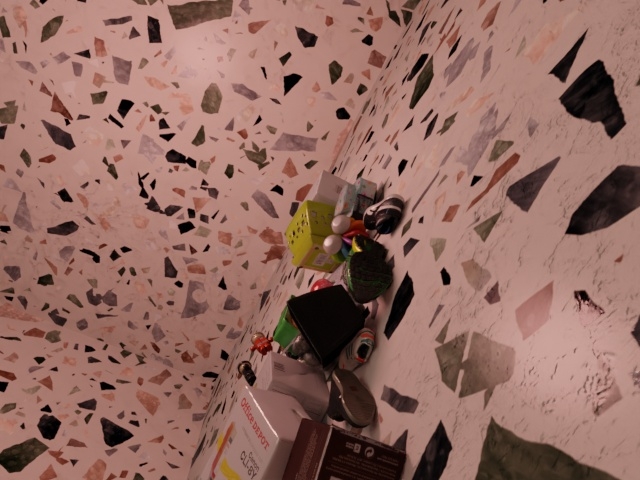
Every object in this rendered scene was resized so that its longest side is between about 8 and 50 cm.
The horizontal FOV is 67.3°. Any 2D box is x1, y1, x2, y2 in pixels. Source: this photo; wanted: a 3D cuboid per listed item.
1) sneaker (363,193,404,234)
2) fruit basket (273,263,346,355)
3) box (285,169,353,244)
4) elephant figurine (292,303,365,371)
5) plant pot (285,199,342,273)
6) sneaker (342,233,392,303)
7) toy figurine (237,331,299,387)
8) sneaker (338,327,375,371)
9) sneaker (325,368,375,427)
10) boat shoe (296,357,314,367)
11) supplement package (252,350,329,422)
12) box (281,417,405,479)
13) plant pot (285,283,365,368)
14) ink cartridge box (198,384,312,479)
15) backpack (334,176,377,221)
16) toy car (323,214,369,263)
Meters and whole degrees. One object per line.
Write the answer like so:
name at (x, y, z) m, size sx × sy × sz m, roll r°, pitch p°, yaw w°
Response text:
sneaker at (0.193, -0.060, 1.605) m, size 0.217 × 0.079 × 0.121 m, roll -46°, pitch 21°, yaw 56°
fruit basket at (-0.010, 0.249, 1.774) m, size 0.353 × 0.165 × 0.327 m, roll -43°, pitch 9°, yaw 13°
box at (0.019, -0.110, 2.163) m, size 0.345 × 0.215 × 0.168 m, roll -54°, pitch 16°, yaw 43°
elephant figurine at (0.023, 0.288, 1.549) m, size 0.239 × 0.186 × 0.169 m, roll -57°, pitch -25°, yaw -11°
plant pot at (0.000, 0.000, 1.977) m, size 0.228 × 0.227 × 0.207 m, roll 127°, pitch 148°, yaw -44°
sneaker at (0.133, 0.109, 1.471) m, size 0.343 × 0.134 × 0.146 m, roll -71°, pitch 2°, yaw -69°
toy figurine at (-0.209, 0.491, 1.948) m, size 0.148 × 0.210 × 0.212 m, roll 26°, pitch 95°, yaw 62°
sneaker at (0.096, 0.316, 1.318) m, size 0.161 × 0.057 × 0.075 m, roll -57°, pitch 8°, yaw 23°
sneaker at (0.073, 0.424, 1.197) m, size 0.222 × 0.083 × 0.118 m, roll -125°, pitch 45°, yaw -73°
boat shoe at (-0.099, 0.501, 1.695) m, size 0.091 × 0.109 × 0.304 m, roll -92°, pitch 25°, yaw -56°
supplement package at (-0.122, 0.530, 1.504) m, size 0.262 × 0.198 × 0.199 m, roll -64°, pitch 12°, yaw 8°
box at (0.037, 0.474, 0.975) m, size 0.203 × 0.169 × 0.166 m, roll -38°, pitch 31°, yaw 66°
plant pot at (0.024, 0.232, 1.385) m, size 0.167 × 0.187 × 0.188 m, roll -31°, pitch -21°, yaw -10°
ink cartridge box at (-0.167, 0.602, 1.197) m, size 0.384 × 0.161 × 0.279 m, roll -64°, pitch 28°, yaw -1°
backpack at (0.142, -0.153, 1.884) m, size 0.188 × 0.145 × 0.166 m, roll -66°, pitch 5°, yaw -18°
toy car at (0.111, 0.004, 1.759) m, size 0.136 × 0.159 × 0.181 m, roll 14°, pitch 76°, yaw 41°
